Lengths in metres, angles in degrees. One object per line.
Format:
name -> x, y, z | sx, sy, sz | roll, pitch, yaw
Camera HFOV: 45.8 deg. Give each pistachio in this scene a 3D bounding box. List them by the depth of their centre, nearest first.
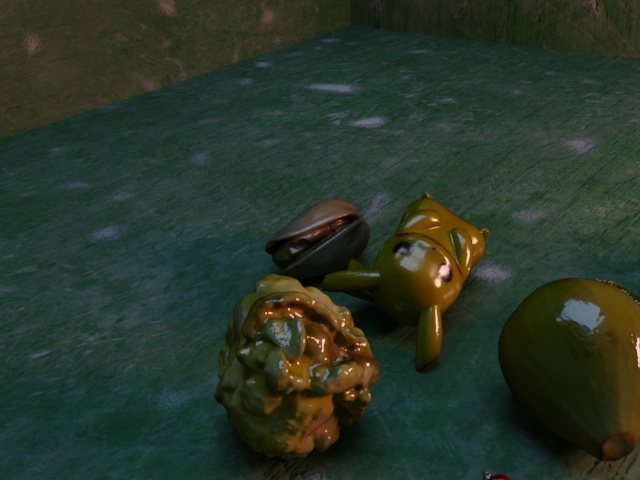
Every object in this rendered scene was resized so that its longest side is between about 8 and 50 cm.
pistachio -> 0.000, 0.000, 1.434 | 0.215, 0.144, 0.144 | -24, 34, -24

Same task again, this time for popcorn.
popcorn -> -0.031, 0.169, 1.004 | 0.212, 0.259, 0.259 | 15, 22, -21

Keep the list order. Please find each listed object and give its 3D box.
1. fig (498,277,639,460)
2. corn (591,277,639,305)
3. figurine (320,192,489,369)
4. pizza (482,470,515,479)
fig -> 0.358, 0.167, 1.010 | 0.207, 0.207, 0.230 | -21, 56, -31
corn -> 0.489, 0.149, 1.141 | 0.106, 0.106, 0.293 | -10, 25, -13
figurine -> 0.158, 0.044, 1.286 | 0.218, 0.169, 0.327 | 30, 30, 11
pizza -> 0.227, 0.320, 0.904 | 0.100, 0.029, 0.099 | 13, 32, 28
